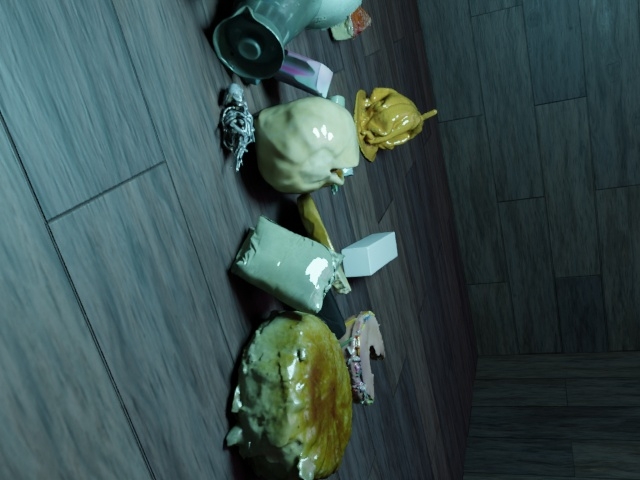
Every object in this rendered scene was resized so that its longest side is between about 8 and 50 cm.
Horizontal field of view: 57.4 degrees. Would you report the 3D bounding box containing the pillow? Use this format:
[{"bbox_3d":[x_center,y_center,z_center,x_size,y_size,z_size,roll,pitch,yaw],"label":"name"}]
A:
[{"bbox_3d":[-0.063,0.043,1.043,0.078,0.181,0.134,-59,-176,49],"label":"pillow"}]

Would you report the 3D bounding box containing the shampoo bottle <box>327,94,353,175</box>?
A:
[{"bbox_3d":[0.052,-0.274,1.554,0.072,0.049,0.213,-18,102,-72],"label":"shampoo bottle"}]

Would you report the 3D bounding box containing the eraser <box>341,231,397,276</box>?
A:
[{"bbox_3d":[0.146,0.036,1.666,0.298,0.076,0.078,-23,106,-67],"label":"eraser"}]

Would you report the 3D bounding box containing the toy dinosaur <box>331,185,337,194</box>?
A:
[{"bbox_3d":[0.034,-0.161,1.519,0.062,0.021,0.084,-29,115,-74],"label":"toy dinosaur"}]

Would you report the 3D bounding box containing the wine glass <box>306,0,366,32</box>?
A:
[{"bbox_3d":[-0.033,-0.633,1.259,0.357,0.190,0.191,51,39,-53],"label":"wine glass"}]

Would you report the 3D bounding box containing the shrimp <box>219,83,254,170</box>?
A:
[{"bbox_3d":[-0.147,-0.198,1.031,0.065,0.056,0.165,73,9,-66],"label":"shrimp"}]

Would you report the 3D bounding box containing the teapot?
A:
[{"bbox_3d":[-0.102,-0.409,1.090,0.203,0.170,0.225,106,2,-57],"label":"teapot"}]

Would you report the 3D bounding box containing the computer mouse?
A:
[{"bbox_3d":[-0.018,0.108,1.222,0.147,0.088,0.264,-109,174,-53],"label":"computer mouse"}]

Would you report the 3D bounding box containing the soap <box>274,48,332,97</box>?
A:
[{"bbox_3d":[-0.044,-0.347,1.201,0.056,0.149,0.100,-65,157,7],"label":"soap"}]

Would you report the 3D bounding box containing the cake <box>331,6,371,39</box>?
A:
[{"bbox_3d":[0.080,-0.654,1.681,0.220,0.086,0.117,-61,141,-54],"label":"cake"}]

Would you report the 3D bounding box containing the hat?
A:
[{"bbox_3d":[0.247,-0.381,1.829,0.244,0.233,0.234,-24,105,-68],"label":"hat"}]

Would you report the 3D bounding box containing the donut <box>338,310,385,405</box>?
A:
[{"bbox_3d":[0.094,0.280,1.457,0.233,0.085,0.199,-60,139,-56],"label":"donut"}]

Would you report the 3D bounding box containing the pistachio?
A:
[{"bbox_3d":[-0.028,-0.198,1.169,0.213,0.193,0.318,35,21,-7],"label":"pistachio"}]

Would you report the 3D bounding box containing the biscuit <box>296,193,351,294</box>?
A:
[{"bbox_3d":[0.000,0.000,1.259,0.309,0.040,0.205,65,1,-68],"label":"biscuit"}]

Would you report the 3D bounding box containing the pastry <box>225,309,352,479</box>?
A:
[{"bbox_3d":[-0.037,0.276,1.061,0.329,0.136,0.330,-7,90,-67],"label":"pastry"}]
